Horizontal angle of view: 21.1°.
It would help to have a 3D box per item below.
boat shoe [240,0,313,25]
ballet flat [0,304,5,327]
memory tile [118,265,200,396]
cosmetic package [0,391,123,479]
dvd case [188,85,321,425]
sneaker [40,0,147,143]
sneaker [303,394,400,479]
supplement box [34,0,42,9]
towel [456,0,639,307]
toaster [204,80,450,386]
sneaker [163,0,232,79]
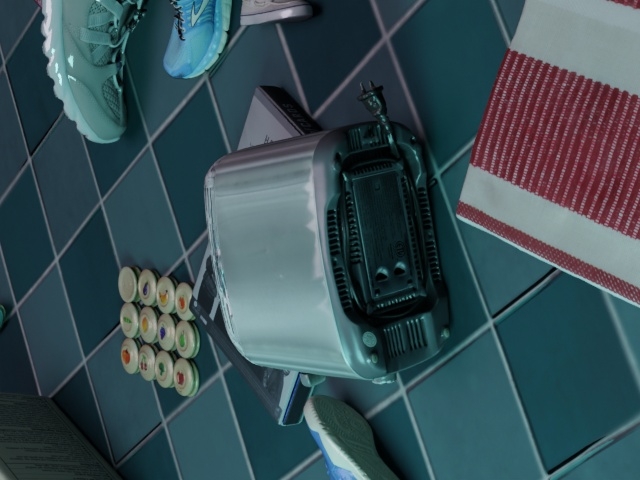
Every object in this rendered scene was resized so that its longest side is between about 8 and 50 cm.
[{"bbox_3d":[-0.039,-0.203,1.471,0.100,0.035,0.035,7,102,62],"label":"boat shoe"},{"bbox_3d":[-0.397,0.100,2.015,0.114,0.041,0.041,-58,48,39],"label":"ballet flat"},{"bbox_3d":[-0.160,0.087,1.689,0.148,0.012,0.113,13,103,55],"label":"memory tile"},{"bbox_3d":[-0.298,0.278,1.769,0.296,0.153,0.129,37,111,50],"label":"cosmetic package"},{"bbox_3d":[-0.037,0.012,1.489,0.179,0.029,0.239,49,130,42],"label":"dvd case"},{"bbox_3d":[-0.210,-0.225,1.659,0.105,0.115,0.281,-95,-2,-64],"label":"sneaker"},{"bbox_3d":[0.019,0.202,1.398,0.152,0.058,0.085,50,123,32],"label":"sneaker"},{"bbox_3d":[-0.254,-0.250,1.760,0.083,0.055,0.043,46,127,43],"label":"supplement box"},{"bbox_3d":[0.214,-0.132,1.045,0.237,0.037,0.329,30,104,51],"label":"towel"},{"bbox_3d":[0.000,0.000,1.317,0.146,0.129,0.227,-6,97,41],"label":"toaster"},{"bbox_3d":[-0.119,-0.220,1.549,0.063,0.073,0.162,49,131,41],"label":"sneaker"}]
